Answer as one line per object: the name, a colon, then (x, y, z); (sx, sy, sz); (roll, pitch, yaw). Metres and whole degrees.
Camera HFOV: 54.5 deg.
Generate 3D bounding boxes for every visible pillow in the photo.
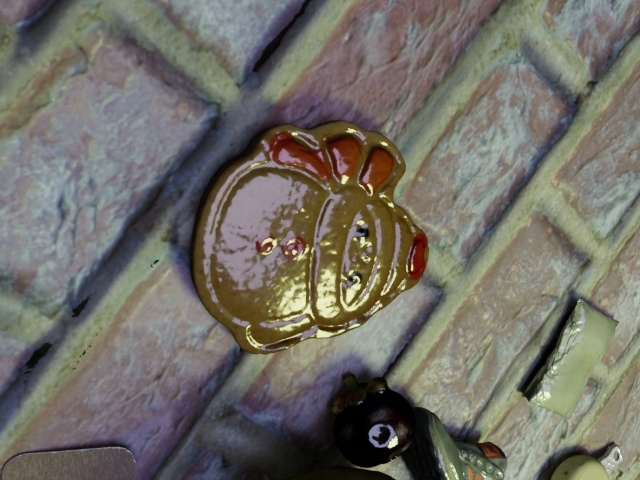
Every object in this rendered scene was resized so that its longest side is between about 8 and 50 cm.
pillow: (0.501, 0.236, 1.227); (0.148, 0.050, 0.229); (29, 91, -35)

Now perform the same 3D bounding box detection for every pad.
pad: (-0.357, 0.423, 0.885); (0.176, 0.002, 0.266); (1, 99, -18)

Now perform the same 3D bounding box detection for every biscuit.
biscuit: (0.000, 0.000, 0.927); (0.381, 0.074, 0.358); (6, 103, -23)

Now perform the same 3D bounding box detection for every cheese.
cheese: (0.573, 0.506, 1.315); (0.227, 0.064, 0.137); (-25, 97, -30)

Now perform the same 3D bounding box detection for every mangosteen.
mangosteen: (0.081, 0.288, 1.014); (0.137, 0.137, 0.151); (-23, 78, -18)

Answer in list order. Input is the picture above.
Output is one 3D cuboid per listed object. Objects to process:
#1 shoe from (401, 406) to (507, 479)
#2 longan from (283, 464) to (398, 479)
shoe: (0.263, 0.412, 1.125); (0.171, 0.132, 0.336); (-31, 116, -20)
longan: (0.029, 0.525, 0.897); (0.391, 0.391, 0.391); (-7, 106, -23)
